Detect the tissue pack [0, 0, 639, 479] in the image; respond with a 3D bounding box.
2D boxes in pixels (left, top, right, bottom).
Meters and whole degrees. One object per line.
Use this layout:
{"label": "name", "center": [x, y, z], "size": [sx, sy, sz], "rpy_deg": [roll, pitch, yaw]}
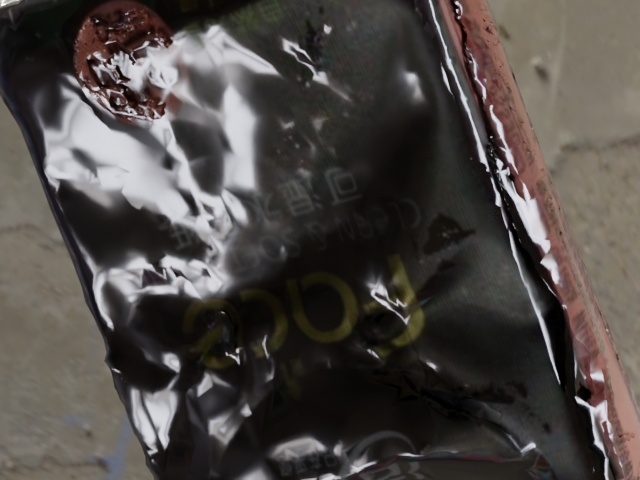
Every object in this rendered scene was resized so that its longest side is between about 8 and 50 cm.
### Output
{"label": "tissue pack", "center": [0.000, 0.000, 0.879], "size": [0.245, 0.123, 0.332], "rpy_deg": [-12, 107, 32]}
